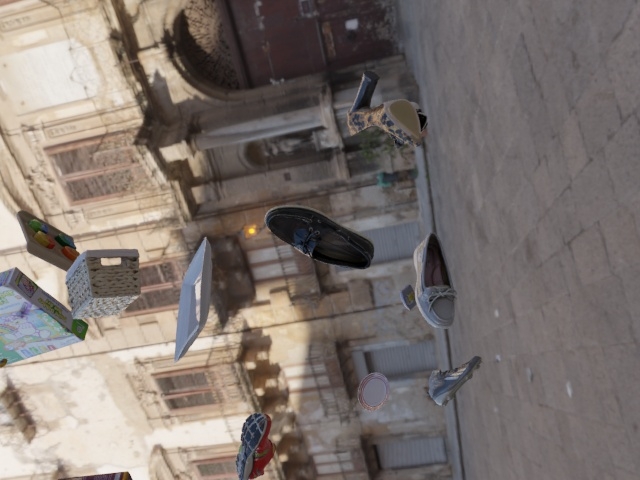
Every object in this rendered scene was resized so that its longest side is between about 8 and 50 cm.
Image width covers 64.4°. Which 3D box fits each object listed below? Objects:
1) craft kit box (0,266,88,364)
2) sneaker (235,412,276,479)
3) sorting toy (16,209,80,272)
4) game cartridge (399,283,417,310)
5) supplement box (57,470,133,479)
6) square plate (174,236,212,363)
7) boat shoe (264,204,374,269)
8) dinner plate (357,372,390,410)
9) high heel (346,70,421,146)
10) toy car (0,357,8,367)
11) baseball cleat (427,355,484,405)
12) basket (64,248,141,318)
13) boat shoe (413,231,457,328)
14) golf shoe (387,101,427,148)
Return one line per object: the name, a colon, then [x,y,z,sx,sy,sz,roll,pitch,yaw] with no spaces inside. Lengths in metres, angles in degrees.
craft kit box: [-0.729,0.187,1.187,0.061,0.249,0.247,-97,-15,-47]
sneaker: [-0.199,0.669,1.668,0.107,0.118,0.279,49,129,49]
sorting toy: [-0.767,0.006,1.463,0.208,0.038,0.193,45,-179,43]
game cartridge: [0.312,0.202,1.790,0.017,0.056,0.083,12,134,61]
supplement box: [-0.593,0.678,1.322,0.104,0.188,0.081,-99,4,-53]
square plate: [-0.452,0.219,1.823,0.347,0.049,0.344,-50,34,46]
boat shoe: [-0.001,0.004,1.459,0.127,0.339,0.113,-59,14,27]
dinner plate: [0.199,0.560,1.879,0.017,0.141,0.141,35,-142,-38]
high heel: [0.158,-0.277,1.287,0.261,0.093,0.186,59,149,29]
toy car: [-0.759,0.270,1.112,0.040,0.122,0.060,7,111,55]
baseball cleat: [0.426,0.433,1.644,0.109,0.206,0.072,41,179,31]
basket: [-0.456,0.094,1.068,0.113,0.167,0.103,-1,-111,-41]
boat shoe: [0.373,0.128,1.649,0.103,0.118,0.321,102,170,-56]
golf shoe: [0.250,-0.314,1.345,0.077,0.093,0.198,52,-138,-26]
